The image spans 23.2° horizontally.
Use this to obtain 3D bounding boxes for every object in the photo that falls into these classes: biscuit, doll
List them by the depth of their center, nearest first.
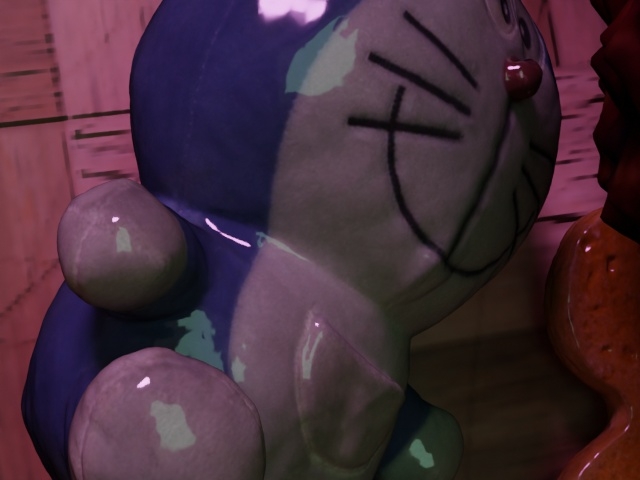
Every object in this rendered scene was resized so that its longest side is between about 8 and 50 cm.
[{"bbox_3d":[0.000,0.000,0.563,0.228,0.154,0.258,39,77,-46],"label":"doll"},{"bbox_3d":[0.169,0.097,0.671,0.165,0.036,0.250,-31,98,-21],"label":"biscuit"}]

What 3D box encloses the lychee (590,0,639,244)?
[{"bbox_3d":[0.299,-0.136,0.546,0.424,0.424,0.500,42,66,-11],"label":"lychee"}]
